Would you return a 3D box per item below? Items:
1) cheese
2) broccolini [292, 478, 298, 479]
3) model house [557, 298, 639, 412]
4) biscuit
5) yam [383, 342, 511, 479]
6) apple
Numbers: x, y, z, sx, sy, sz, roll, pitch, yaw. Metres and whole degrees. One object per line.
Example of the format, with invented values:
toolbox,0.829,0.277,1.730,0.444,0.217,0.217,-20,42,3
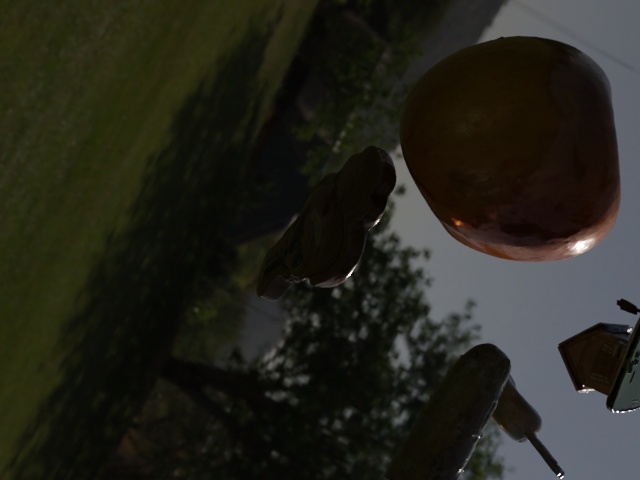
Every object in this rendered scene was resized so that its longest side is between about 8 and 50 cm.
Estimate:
cheese,0.400,0.363,2.295,0.082,0.286,0.163,-39,148,8
broccolini,0.012,0.294,1.040,0.054,0.194,0.052,-31,-163,4
model house,0.553,0.197,2.130,0.294,0.154,0.207,9,101,-59
biscuit,-0.002,-0.007,1.594,0.320,0.047,0.183,-35,-143,50
yam,0.252,0.342,2.144,0.330,0.133,0.133,-60,-176,5
apple,0.249,-0.114,1.474,0.299,0.275,0.299,-10,90,-80
